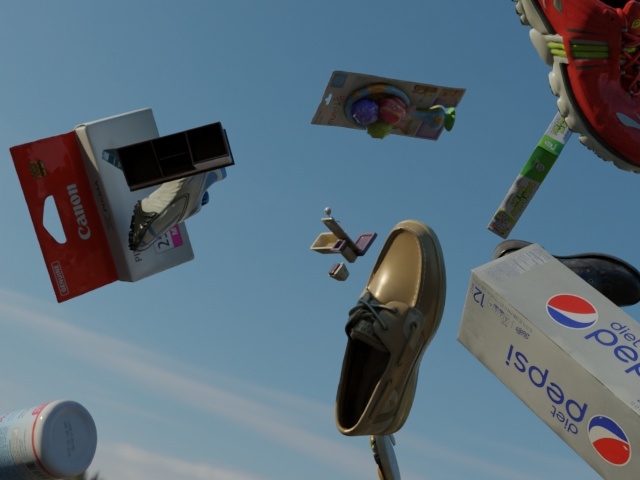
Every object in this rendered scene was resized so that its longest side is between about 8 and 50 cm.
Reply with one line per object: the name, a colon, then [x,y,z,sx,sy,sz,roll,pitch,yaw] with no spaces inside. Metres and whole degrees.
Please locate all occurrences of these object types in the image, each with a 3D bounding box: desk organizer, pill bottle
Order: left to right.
pill bottle: [-0.341,0.237,1.132,0.160,0.087,0.087,-16,-38,31]
desk organizer: [-0.172,-0.100,1.162,0.130,0.047,0.050,-15,-6,-1]

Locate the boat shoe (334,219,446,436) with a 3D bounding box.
boat shoe: [0.101,0.135,1.490,0.122,0.341,0.110,13,4,40]

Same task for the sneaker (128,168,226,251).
sneaker: [-0.231,-0.052,1.546,0.086,0.085,0.237,18,-45,-32]

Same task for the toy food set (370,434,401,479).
toy food set: [0.110,0.393,1.726,0.038,0.192,0.132,-17,-52,8]

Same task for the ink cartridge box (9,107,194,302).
ink cartridge box: [-0.357,-0.060,1.633,0.060,0.239,0.275,0,-72,52]

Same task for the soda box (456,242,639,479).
soda box: [0.253,0.128,0.891,0.286,0.091,0.098,44,-38,38]

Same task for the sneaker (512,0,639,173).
sneaker: [0.296,-0.198,1.014,0.118,0.107,0.279,-28,-88,45]

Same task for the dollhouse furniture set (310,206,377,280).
dollhouse furniture set: [0.000,0.000,1.384,0.081,0.091,0.114,47,-26,-24]

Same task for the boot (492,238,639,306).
boot: [0.363,0.099,1.437,0.263,0.229,0.091,11,-62,-1]

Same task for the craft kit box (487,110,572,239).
craft kit box: [0.473,-0.159,2.149,0.061,0.246,0.250,30,-48,6]

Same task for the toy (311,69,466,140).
toy: [0.118,-0.211,1.663,0.237,0.056,0.137,3,-35,-18]
